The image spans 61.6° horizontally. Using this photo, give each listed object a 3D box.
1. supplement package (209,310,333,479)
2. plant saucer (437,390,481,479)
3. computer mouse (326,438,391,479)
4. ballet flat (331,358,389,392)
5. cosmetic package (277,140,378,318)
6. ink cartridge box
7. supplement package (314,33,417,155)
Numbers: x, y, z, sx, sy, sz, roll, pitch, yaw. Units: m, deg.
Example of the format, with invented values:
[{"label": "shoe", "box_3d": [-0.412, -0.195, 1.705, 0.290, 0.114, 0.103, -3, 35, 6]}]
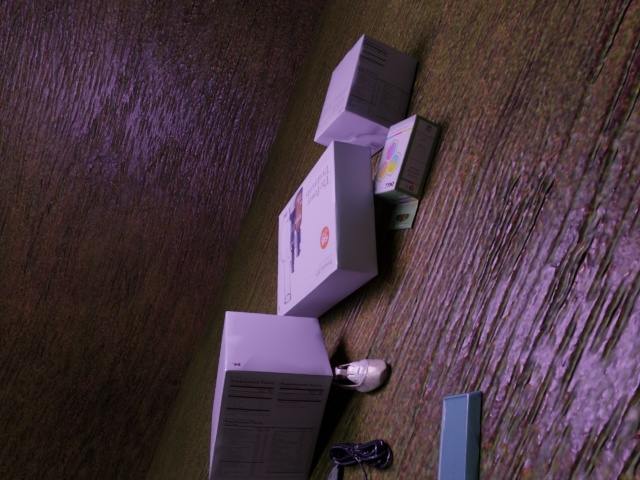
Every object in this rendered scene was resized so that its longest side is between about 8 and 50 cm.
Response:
[{"label": "supplement package", "box_3d": [-0.108, 0.310, 1.078, 0.199, 0.198, 0.262, -110, 29, -64]}, {"label": "plant saucer", "box_3d": [0.166, 0.281, 0.656, 0.067, 0.018, 0.191, 138, 146, -58]}, {"label": "computer mouse", "box_3d": [0.026, 0.440, 0.842, 0.184, 0.060, 0.261, -34, 39, 62]}, {"label": "ballet flat", "box_3d": [0.061, 0.243, 0.962, 0.168, 0.053, 0.057, -41, 34, 58]}, {"label": "cosmetic package", "box_3d": [0.000, 0.000, 1.197, 0.377, 0.098, 0.284, 133, 139, -58]}, {"label": "ink cartridge box", "box_3d": [0.158, -0.130, 1.052, 0.109, 0.062, 0.209, 177, 111, -71]}, {"label": "supplement package", "box_3d": [0.106, -0.333, 1.285, 0.194, 0.149, 0.203, 154, 133, -67]}]
